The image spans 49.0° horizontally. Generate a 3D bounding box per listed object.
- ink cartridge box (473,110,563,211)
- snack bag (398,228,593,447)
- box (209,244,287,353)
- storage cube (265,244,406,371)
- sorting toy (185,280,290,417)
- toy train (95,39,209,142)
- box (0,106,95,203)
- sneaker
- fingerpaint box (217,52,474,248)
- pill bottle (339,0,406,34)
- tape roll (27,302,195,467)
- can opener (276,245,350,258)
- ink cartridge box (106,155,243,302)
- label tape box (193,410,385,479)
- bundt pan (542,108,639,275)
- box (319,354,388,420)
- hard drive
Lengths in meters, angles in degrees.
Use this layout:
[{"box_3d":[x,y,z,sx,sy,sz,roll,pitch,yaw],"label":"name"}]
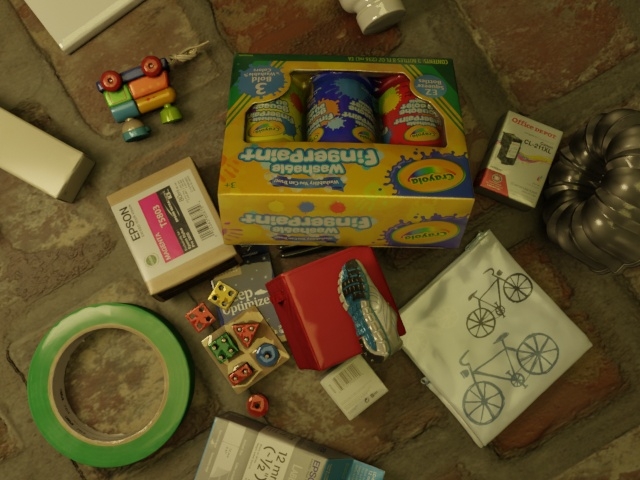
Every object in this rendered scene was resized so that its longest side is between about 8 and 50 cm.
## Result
[{"box_3d":[0.413,-0.167,1.477,0.127,0.072,0.175,22,85,1],"label":"ink cartridge box"},{"box_3d":[0.340,0.201,1.464,0.323,0.037,0.342,-41,88,-5],"label":"snack bag"},{"box_3d":[-0.153,0.114,1.459,0.136,0.036,0.225,-15,85,-3],"label":"box"},{"box_3d":[0.022,0.132,1.372,0.214,0.183,0.193,-21,86,-17],"label":"storage cube"},{"box_3d":[-0.156,0.213,1.411,0.132,0.046,0.275,-34,89,-3],"label":"sorting toy"},{"box_3d":[-0.323,-0.309,1.462,0.247,0.105,0.144,-21,96,-3],"label":"toy train"},{"box_3d":[-0.617,-0.190,1.443,0.275,0.094,0.113,30,86,1],"label":"box"},{"box_3d":[0.095,0.122,1.271,0.082,0.071,0.191,-13,81,-42],"label":"sneaker"},{"box_3d":[0.043,-0.179,1.345,0.444,0.163,0.371,2,55,-1],"label":"fingerpaint box"},{"box_3d":[0.085,-0.566,1.470,0.136,0.136,0.246,-23,86,-3],"label":"pill bottle"},{"box_3d":[-0.419,0.287,1.417,0.321,0.077,0.322,0,86,-2],"label":"tape roll"},{"box_3d":[0.000,0.000,1.469,0.186,0.073,0.059,-21,125,0],"label":"can opener"},{"box_3d":[-0.294,-0.023,1.424,0.193,0.088,0.235,-27,77,-4],"label":"ink cartridge box"},{"box_3d":[-0.077,0.513,1.368,0.347,0.115,0.249,18,84,10],"label":"label tape box"},{"box_3d":[0.543,-0.107,1.339,0.124,0.331,0.331,20,85,-14],"label":"bundt pan"},{"box_3d":[0.066,0.291,1.423,0.101,0.087,0.102,-37,88,-4],"label":"box"},{"box_3d":[-0.471,-0.594,1.504,0.353,0.047,0.233,-37,87,-5],"label":"hard drive"}]
